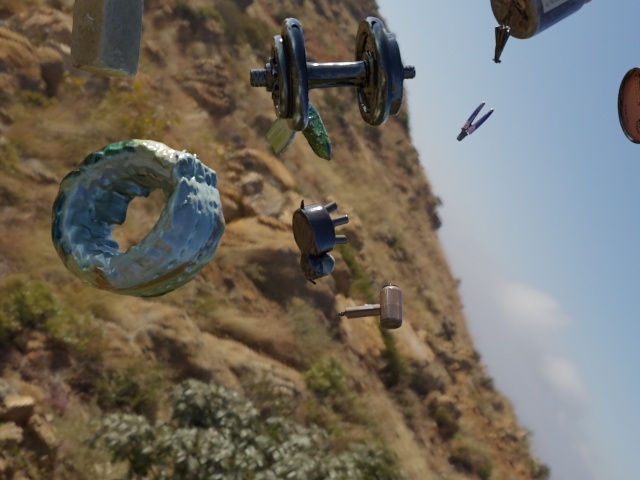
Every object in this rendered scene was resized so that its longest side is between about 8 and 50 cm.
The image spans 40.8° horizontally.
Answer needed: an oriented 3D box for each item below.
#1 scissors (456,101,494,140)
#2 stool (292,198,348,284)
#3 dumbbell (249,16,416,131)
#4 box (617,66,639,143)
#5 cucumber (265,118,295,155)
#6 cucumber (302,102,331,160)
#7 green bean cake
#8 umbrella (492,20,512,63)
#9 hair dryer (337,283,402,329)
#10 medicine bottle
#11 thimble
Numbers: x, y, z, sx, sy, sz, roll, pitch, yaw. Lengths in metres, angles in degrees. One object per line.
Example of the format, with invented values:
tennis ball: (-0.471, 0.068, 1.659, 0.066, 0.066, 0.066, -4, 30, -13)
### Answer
scissors: (0.371, -0.286, 2.088, 0.039, 0.113, 0.012, 44, 3, 19)
stool: (0.000, 0.000, 2.081, 0.125, 0.121, 0.217, 15, -64, 62)
dumbbell: (0.022, -0.288, 1.486, 0.192, 0.289, 0.192, 176, -90, -82)
box: (0.681, -0.269, 1.691, 0.151, 0.135, 0.151, 174, -90, -79)
cucumber: (-0.080, -0.251, 1.985, 0.035, 0.107, 0.067, -18, 74, -41)
cucumber: (-0.019, -0.311, 2.421, 0.228, 0.069, 0.069, 65, 9, 30)
green bean cake: (-0.393, -0.396, 1.587, 0.109, 0.085, 0.179, 6, 91, -61)
umbrella: (0.331, -0.364, 1.579, 0.020, 0.031, 0.083, -81, 178, -49)
hair dryer: (0.137, 0.189, 2.381, 0.064, 0.181, 0.117, 62, 25, -56)
medicine bottle: (0.548, -0.600, 2.031, 0.165, 0.273, 0.165, 47, -24, 28)
thimble: (-0.309, -0.041, 1.478, 0.254, 0.288, 0.167, 57, 6, 20)
